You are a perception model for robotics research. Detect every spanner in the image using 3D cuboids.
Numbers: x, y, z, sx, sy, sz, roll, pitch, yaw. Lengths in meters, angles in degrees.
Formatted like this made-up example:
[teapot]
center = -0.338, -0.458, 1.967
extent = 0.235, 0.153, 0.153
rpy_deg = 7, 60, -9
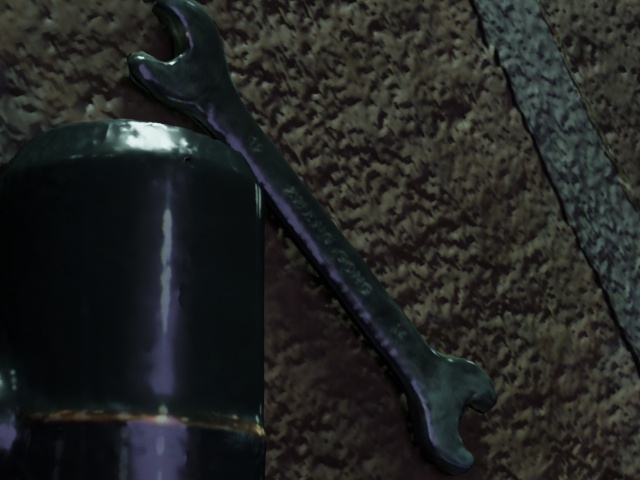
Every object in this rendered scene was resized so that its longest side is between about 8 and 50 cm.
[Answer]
[spanner]
center = 0.000, 0.000, 0.650
extent = 0.254, 0.015, 0.054
rpy_deg = 53, 55, -16

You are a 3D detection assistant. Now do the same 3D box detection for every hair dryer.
[hair dryer]
center = -0.175, 0.035, 0.457
extent = 0.352, 0.107, 0.189
rpy_deg = 11, 69, -31
